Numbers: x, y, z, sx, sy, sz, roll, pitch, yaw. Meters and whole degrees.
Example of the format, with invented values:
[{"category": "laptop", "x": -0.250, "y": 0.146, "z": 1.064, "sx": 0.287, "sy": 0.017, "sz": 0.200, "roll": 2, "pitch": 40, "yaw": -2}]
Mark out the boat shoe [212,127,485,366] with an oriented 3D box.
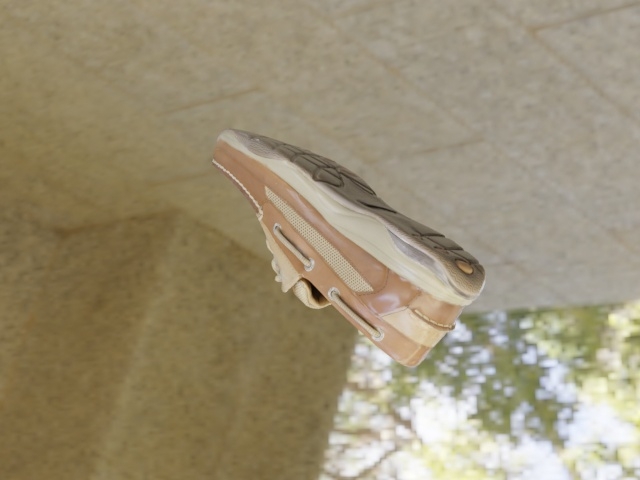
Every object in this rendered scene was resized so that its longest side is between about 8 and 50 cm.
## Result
[{"category": "boat shoe", "x": 0.000, "y": 0.000, "z": 1.467, "sx": 0.123, "sy": 0.324, "sz": 0.116, "roll": 16, "pitch": -74, "yaw": -44}]
